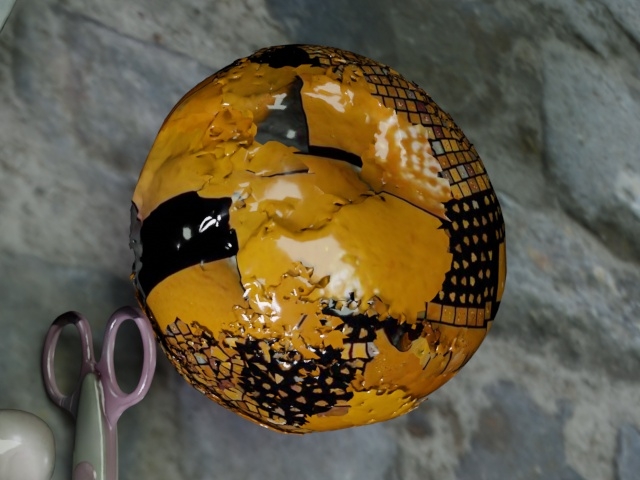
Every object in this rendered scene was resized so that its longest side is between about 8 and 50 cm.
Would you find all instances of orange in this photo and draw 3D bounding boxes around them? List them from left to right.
[{"bbox_3d":[0.000,0.000,0.779,0.234,0.182,0.235,14,53,-19],"label":"orange"}]

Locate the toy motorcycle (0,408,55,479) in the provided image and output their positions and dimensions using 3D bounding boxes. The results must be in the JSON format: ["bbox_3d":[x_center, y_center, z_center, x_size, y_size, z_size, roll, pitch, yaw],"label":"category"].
[{"bbox_3d":[-0.230,0.151,0.626,0.340,0.108,0.223,42,64,-16],"label":"toy motorcycle"}]

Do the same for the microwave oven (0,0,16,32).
[{"bbox_3d":[-0.259,-0.271,0.683,0.218,0.286,0.355,11,66,-25],"label":"microwave oven"}]

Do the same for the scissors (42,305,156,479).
[{"bbox_3d":[-0.125,0.125,0.731,0.022,0.085,0.176,13,74,-56],"label":"scissors"}]
